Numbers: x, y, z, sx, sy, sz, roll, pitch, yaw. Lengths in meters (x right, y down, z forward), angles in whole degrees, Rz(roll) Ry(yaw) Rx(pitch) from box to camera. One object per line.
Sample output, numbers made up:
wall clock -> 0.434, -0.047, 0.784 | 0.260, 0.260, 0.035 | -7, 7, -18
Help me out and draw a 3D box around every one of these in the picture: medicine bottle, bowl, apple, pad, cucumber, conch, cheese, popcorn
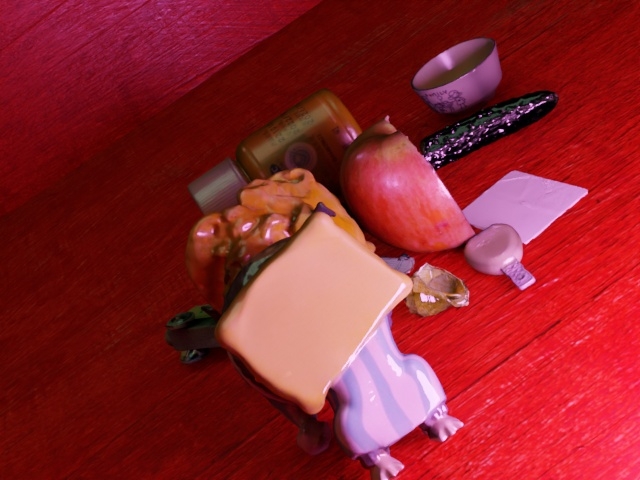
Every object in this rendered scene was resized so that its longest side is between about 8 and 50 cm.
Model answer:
medicine bottle -> -0.086, -0.149, 2.133 | 0.384, 0.224, 0.224 | -33, 24, -2
bowl -> 0.319, -0.355, 2.167 | 0.211, 0.112, 0.211 | -26, 24, 13
apple -> 0.136, -0.075, 1.720 | 0.163, 0.251, 0.293 | -35, 17, 6
pad -> 0.352, -0.063, 1.709 | 0.156, 0.004, 0.232 | -38, 25, -12
cucumber -> 0.339, -0.231, 1.959 | 0.303, 0.072, 0.081 | -25, 23, 15
conch -> 0.182, 0.080, 1.558 | 0.121, 0.074, 0.089 | 2, 73, 21
cheese -> 0.297, 0.032, 1.554 | 0.097, 0.037, 0.192 | -34, 24, 3
popcorn -> -0.046, 0.025, 1.641 | 0.316, 0.297, 0.281 | -37, -13, -42

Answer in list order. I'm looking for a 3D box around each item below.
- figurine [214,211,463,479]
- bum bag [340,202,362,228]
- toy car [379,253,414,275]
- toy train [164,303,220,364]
figurine -> 0.020, 0.178, 1.451 | 0.266, 0.361, 0.378 | -33, -10, -9
bum bag -> 0.000, 0.000, 1.952 | 0.248, 0.060, 0.123 | -41, 26, -22
toy car -> 0.120, 0.054, 1.733 | 0.122, 0.035, 0.059 | -2, 40, 39
toy train -> -0.178, 0.158, 1.840 | 0.253, 0.105, 0.157 | -12, 18, 40
